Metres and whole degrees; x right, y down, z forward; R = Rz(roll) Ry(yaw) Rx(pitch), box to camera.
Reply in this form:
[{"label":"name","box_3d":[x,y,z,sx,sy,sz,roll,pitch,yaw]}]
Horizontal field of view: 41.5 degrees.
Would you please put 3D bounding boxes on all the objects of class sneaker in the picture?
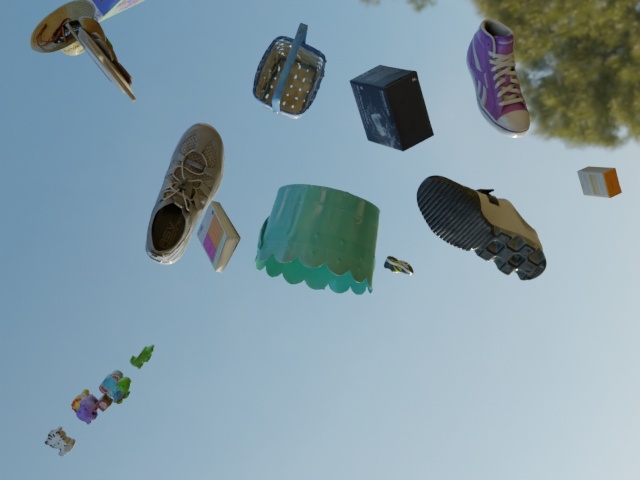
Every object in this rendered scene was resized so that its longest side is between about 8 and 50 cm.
[{"label":"sneaker","box_3d":[-0.250,-0.083,1.577,0.115,0.105,0.281,-151,79,-84]},{"label":"sneaker","box_3d":[0.200,0.069,2.165,0.083,0.035,0.031,28,-147,-9]},{"label":"sneaker","box_3d":[0.414,-0.382,1.939,0.161,0.102,0.282,101,151,-62]},{"label":"sneaker","box_3d":[0.341,-0.050,1.814,0.330,0.122,0.146,35,-143,-18]}]

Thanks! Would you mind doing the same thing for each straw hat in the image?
[{"label":"straw hat","box_3d":[-0.479,-0.392,1.625,0.061,0.144,0.145,57,-149,-50]}]

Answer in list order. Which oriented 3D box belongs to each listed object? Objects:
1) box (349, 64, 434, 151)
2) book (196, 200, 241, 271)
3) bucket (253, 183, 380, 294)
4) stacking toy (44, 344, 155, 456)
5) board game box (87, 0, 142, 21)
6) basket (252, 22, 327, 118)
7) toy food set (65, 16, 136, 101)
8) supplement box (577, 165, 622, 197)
[{"label":"box","box_3d":[0.158,-0.298,1.888,0.093,0.158,0.156,-29,-63,-18]},{"label":"book","box_3d":[-0.232,-0.010,1.877,0.035,0.096,0.144,10,-150,-34]},{"label":"bucket","box_3d":[0.000,0.000,1.873,0.281,0.281,0.183,30,-111,-52]},{"label":"stacking toy","box_3d":[-0.417,0.295,1.605,0.052,0.221,0.167,45,-165,-10]},{"label":"board game box","box_3d":[-0.382,-0.658,1.974,0.078,0.347,0.233,56,-133,-11]},{"label":"basket","box_3d":[-0.097,-0.500,2.580,0.289,0.201,0.255,134,158,-79]},{"label":"toy food set","box_3d":[-0.321,-0.281,1.282,0.132,0.038,0.192,54,172,-32]},{"label":"supplement box","box_3d":[0.632,-0.133,1.912,0.098,0.036,0.062,21,133,69]}]
